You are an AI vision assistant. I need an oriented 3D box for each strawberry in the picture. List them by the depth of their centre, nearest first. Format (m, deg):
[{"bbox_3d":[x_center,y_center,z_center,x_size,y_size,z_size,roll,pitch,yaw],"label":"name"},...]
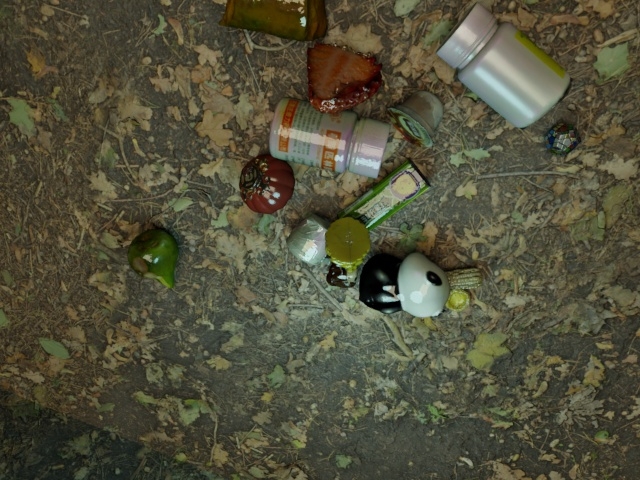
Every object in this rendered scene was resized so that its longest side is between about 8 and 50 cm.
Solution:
[{"bbox_3d":[0.075,-0.508,1.515,0.254,0.279,0.150,3,150,-8],"label":"strawberry"}]

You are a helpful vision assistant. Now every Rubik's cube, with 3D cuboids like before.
[{"bbox_3d":[0.813,-0.338,1.539,0.111,0.093,0.111,3,111,7],"label":"Rubik's cube"}]

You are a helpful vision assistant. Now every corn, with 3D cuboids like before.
[{"bbox_3d":[0.524,0.151,1.796,0.211,0.087,0.086,-3,111,17],"label":"corn"}]

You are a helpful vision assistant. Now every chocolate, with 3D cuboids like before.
[{"bbox_3d":[0.336,-0.430,1.560,0.221,0.221,0.147,38,84,-7],"label":"chocolate"}]

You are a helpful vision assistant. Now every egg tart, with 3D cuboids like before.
[{"bbox_3d":[0.549,0.236,1.844,0.105,0.039,0.105,3,112,8],"label":"egg tart"}]

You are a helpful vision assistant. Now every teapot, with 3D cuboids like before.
[{"bbox_3d":[-0.003,0.004,1.777,0.222,0.163,0.178,35,109,-7],"label":"teapot"}]

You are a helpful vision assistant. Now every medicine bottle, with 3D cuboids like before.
[{"bbox_3d":[0.565,-0.541,1.433,0.379,0.213,0.213,36,113,-7],"label":"medicine bottle"},{"bbox_3d":[0.034,-0.353,1.596,0.389,0.219,0.219,14,113,3],"label":"medicine bottle"}]

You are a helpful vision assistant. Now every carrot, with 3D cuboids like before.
[{"bbox_3d":[-0.139,-0.769,1.448,0.341,0.241,0.241,13,113,-1],"label":"carrot"}]

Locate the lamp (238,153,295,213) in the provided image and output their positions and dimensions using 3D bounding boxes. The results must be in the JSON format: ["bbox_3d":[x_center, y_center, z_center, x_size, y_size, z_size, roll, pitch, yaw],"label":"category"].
[{"bbox_3d":[-0.203,-0.210,1.694,0.227,0.227,0.226,3,112,8],"label":"lamp"}]

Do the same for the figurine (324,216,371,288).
[{"bbox_3d":[0.104,0.079,1.735,0.168,0.187,0.315,-25,149,-12],"label":"figurine"}]

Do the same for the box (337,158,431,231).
[{"bbox_3d":[0.231,-0.147,1.713,0.346,0.097,0.134,-38,93,21],"label":"box"}]

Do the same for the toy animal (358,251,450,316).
[{"bbox_3d":[0.324,0.175,1.719,0.310,0.251,0.250,2,115,39],"label":"toy animal"}]

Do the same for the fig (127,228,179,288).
[{"bbox_3d":[-0.679,0.092,1.928,0.206,0.206,0.274,-7,131,12],"label":"fig"}]
